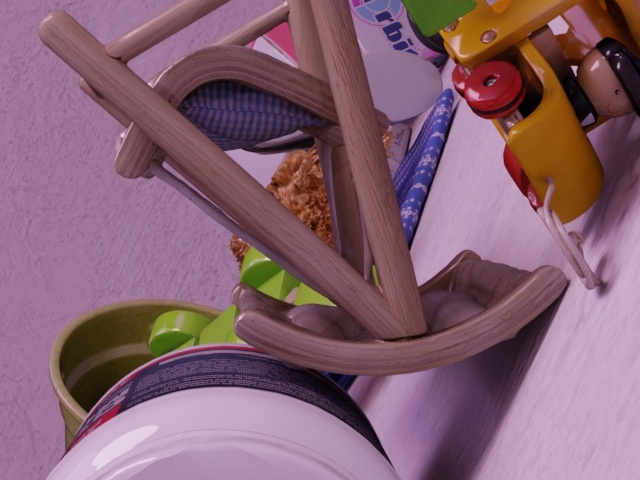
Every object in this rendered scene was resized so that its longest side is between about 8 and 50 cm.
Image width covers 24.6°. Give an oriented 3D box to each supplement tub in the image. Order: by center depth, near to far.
[{"bbox_3d":[-0.047,0.157,0.715,0.272,0.191,0.191,-145,80,-86],"label":"supplement tub"}]

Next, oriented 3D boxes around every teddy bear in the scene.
[{"bbox_3d":[0.000,0.000,1.401,0.245,0.113,0.338,-56,-4,-14],"label":"teddy bear"}]

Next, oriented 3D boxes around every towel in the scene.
[{"bbox_3d":[0.040,0.033,1.437,0.243,0.040,0.336,121,173,-49],"label":"towel"}]

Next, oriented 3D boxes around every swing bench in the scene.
[{"bbox_3d":[-0.014,-0.038,0.829,0.165,0.254,0.253,-31,2,-3],"label":"swing bench"}]

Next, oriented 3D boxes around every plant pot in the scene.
[{"bbox_3d":[-0.170,0.242,1.577,0.276,0.276,0.254,-73,-2,-61],"label":"plant pot"}]

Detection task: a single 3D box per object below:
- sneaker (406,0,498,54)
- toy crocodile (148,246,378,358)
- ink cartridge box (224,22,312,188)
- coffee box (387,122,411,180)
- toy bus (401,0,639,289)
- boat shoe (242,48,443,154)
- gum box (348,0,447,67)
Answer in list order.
[{"bbox_3d":[0.160,-0.320,1.493,0.147,0.104,0.295,140,151,-69],"label":"sneaker"},{"bbox_3d":[-0.068,0.102,1.209,0.340,0.105,0.115,-35,32,37],"label":"toy crocodile"},{"bbox_3d":[0.015,-0.209,1.896,0.283,0.117,0.207,-32,-21,-41],"label":"ink cartridge box"},{"bbox_3d":[0.010,-0.033,1.774,0.141,0.098,0.246,-69,5,-66],"label":"coffee box"},{"bbox_3d":[0.114,-0.097,0.720,0.104,0.202,0.191,-33,2,7],"label":"toy bus"},{"bbox_3d":[0.015,-0.138,1.486,0.070,0.219,0.077,130,125,-71],"label":"boat shoe"},{"bbox_3d":[0.062,-0.278,1.760,0.107,0.188,0.062,-26,-10,-21],"label":"gum box"}]
